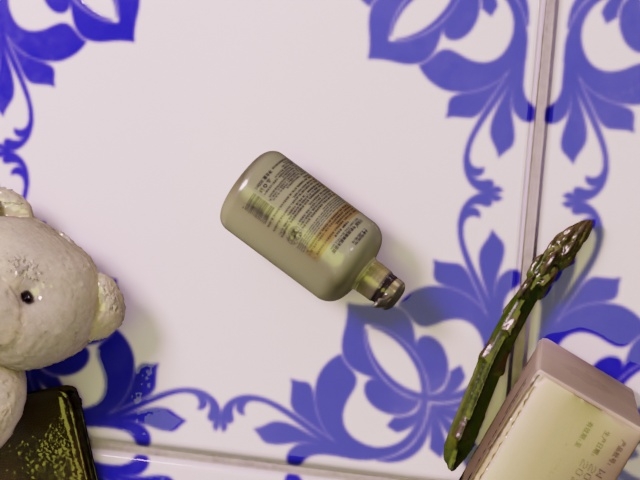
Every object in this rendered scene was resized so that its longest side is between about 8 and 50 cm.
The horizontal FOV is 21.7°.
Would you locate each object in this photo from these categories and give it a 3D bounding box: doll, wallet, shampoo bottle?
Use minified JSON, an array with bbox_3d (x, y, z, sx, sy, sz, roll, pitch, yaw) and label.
[{"bbox_3d":[-0.311,0.098,1.409,0.175,0.149,0.278,42,101,8],"label":"doll"},{"bbox_3d":[-0.244,0.231,1.461,0.110,0.031,0.198,-12,90,12],"label":"wallet"},{"bbox_3d":[0.000,0.000,1.371,0.162,0.079,0.079,36,100,8],"label":"shampoo bottle"}]

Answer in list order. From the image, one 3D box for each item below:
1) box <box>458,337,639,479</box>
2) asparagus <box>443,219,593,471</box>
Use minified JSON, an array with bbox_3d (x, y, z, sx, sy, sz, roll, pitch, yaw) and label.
[{"bbox_3d":[0.158,0.197,1.298,0.095,0.168,0.212,30,98,6],"label":"box"},{"bbox_3d":[0.155,0.081,1.366,0.034,0.027,0.236,28,98,5],"label":"asparagus"}]
